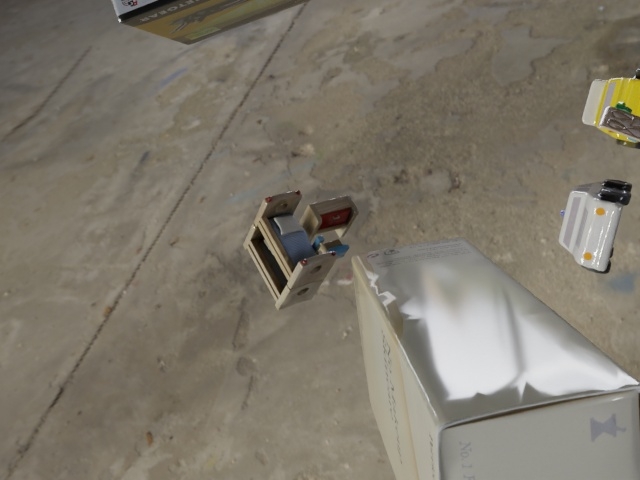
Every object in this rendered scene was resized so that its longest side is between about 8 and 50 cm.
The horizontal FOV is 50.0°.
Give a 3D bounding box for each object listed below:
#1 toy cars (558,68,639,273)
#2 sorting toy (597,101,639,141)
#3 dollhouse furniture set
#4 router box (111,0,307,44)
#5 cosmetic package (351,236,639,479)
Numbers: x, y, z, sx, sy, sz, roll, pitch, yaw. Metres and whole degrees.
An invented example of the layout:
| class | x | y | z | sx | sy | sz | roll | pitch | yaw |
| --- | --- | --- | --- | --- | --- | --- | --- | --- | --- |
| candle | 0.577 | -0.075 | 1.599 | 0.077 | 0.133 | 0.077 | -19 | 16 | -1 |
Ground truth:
| class | x | y | z | sx | sy | sz | roll | pitch | yaw |
| --- | --- | --- | --- | --- | --- | --- | --- | --- | --- |
| toy cars | 0.375 | -0.108 | 0.911 | 0.087 | 0.177 | 0.394 | 15 | 58 | 22 |
| sorting toy | 0.362 | -0.140 | 0.806 | 0.062 | 0.012 | 0.083 | 21 | 42 | 17 |
| dollhouse furniture set | 0.000 | 0.000 | 1.082 | 0.183 | 0.129 | 0.129 | -16 | 63 | -32 |
| router box | -0.088 | -0.352 | 0.888 | 0.308 | 0.081 | 0.243 | -16 | 7 | 12 |
| cosmetic package | 0.104 | 0.115 | 0.497 | 0.113 | 0.160 | 0.309 | -9 | 14 | -2 |
